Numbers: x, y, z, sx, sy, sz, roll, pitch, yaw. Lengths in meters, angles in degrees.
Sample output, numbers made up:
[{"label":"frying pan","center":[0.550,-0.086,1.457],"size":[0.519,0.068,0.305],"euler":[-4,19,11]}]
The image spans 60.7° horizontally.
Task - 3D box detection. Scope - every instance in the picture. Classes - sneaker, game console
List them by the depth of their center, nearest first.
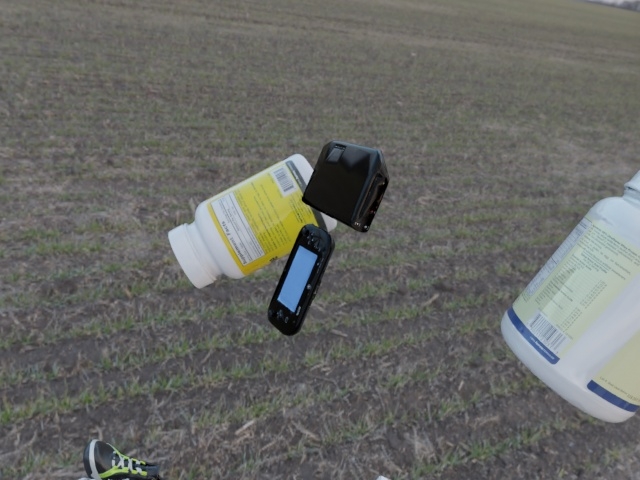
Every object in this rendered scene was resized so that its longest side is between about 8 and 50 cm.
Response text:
[{"label":"game console","center":[0.000,0.000,0.970],"size":[0.043,0.362,0.213],"euler":[20,5,-28]},{"label":"sneaker","center":[-0.372,0.461,1.095],"size":[0.097,0.235,0.084],"euler":[-29,34,2]}]

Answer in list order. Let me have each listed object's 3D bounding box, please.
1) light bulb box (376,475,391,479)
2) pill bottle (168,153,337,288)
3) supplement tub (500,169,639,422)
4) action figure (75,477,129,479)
[{"label":"light bulb box","center":[0.259,1.007,1.755],"size":[0.357,0.361,0.225],"euler":[26,24,-11]},{"label":"pill bottle","center":[-0.148,-0.034,1.190],"size":[0.333,0.188,0.188],"euler":[-28,36,-3]},{"label":"supplement tub","center":[0.461,0.082,0.828],"size":[0.235,0.325,0.235],"euler":[31,17,-11]},{"label":"action figure","center":[-0.354,0.461,0.945],"size":[0.232,0.064,0.137],"euler":[25,27,-23]}]
